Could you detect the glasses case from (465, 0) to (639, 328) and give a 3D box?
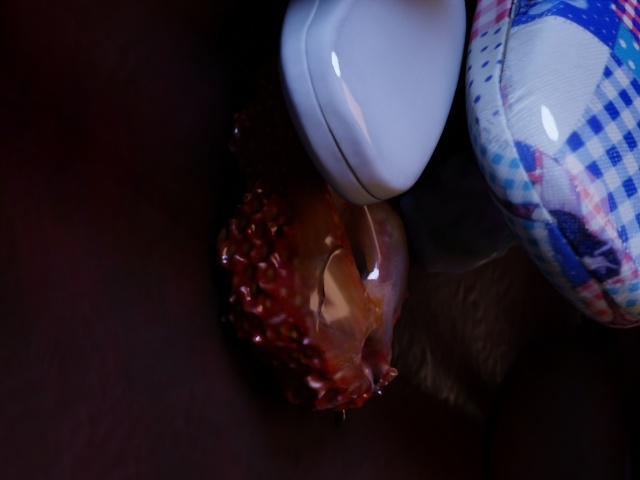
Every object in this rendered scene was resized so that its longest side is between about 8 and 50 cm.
[{"bbox_3d":[0.125,-0.087,0.868,0.125,0.076,0.327,52,29,-22],"label":"glasses case"}]

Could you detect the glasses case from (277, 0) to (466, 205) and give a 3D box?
[{"bbox_3d":[0.023,-0.082,0.775,0.074,0.049,0.193,61,25,-24],"label":"glasses case"}]

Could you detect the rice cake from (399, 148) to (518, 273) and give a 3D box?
[{"bbox_3d":[0.126,-0.034,0.947,0.270,0.049,0.055,-20,82,-53],"label":"rice cake"}]

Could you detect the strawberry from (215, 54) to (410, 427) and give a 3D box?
[{"bbox_3d":[0.003,0.000,0.779,0.104,0.048,0.152,-30,115,-54],"label":"strawberry"}]
